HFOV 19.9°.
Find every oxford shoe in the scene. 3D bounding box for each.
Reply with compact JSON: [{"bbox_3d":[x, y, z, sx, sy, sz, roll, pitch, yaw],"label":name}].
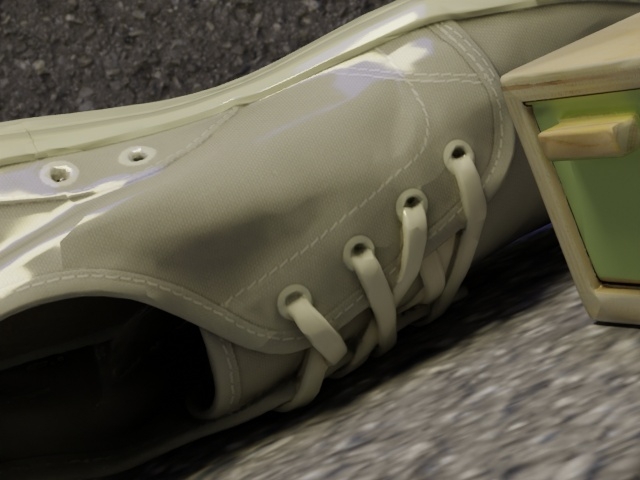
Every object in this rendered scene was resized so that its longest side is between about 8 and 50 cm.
[{"bbox_3d":[0.000,0.000,0.761,0.449,0.169,0.130,-18,51,-21],"label":"oxford shoe"}]

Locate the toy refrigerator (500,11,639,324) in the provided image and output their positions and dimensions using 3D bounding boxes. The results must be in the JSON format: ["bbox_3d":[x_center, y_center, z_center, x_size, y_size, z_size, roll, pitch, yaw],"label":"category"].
[{"bbox_3d":[0.166,-0.029,0.571,0.094,0.102,0.269,-26,11,-20],"label":"toy refrigerator"}]
